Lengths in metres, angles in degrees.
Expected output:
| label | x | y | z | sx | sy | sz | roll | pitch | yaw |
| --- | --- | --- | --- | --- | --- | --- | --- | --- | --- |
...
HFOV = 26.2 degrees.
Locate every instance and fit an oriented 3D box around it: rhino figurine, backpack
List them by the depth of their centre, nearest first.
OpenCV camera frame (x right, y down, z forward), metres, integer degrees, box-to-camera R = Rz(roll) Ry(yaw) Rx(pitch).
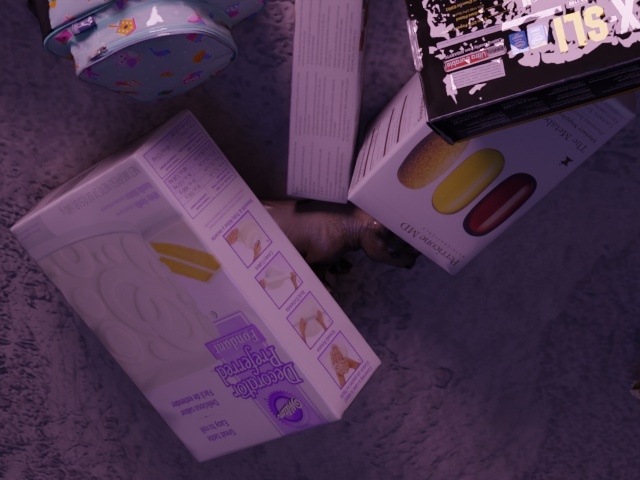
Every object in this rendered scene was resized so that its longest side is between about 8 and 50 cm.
| label | x | y | z | sx | sy | sz | roll | pitch | yaw |
| --- | --- | --- | --- | --- | --- | --- | --- | --- | --- |
| backpack | -0.144 | -0.215 | 1.227 | 0.188 | 0.144 | 0.166 | -31 | 160 | 19 |
| rhino figurine | 0.000 | 0.000 | 1.418 | 0.243 | 0.073 | 0.106 | -1 | 126 | 16 |

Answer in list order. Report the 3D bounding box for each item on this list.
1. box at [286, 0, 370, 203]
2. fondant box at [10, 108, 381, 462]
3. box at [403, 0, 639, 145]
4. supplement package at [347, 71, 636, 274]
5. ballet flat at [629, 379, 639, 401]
| label | x | y | z | sx | sy | sz | roll | pitch | yaw |
| --- | --- | --- | --- | --- | --- | --- | --- | --- | --- |
| box | 0.009 | -0.184 | 1.288 | 0.067 | 0.063 | 0.324 | 8 | 127 | 7 |
| fondant box | -0.129 | 0.057 | 1.402 | 0.238 | 0.096 | 0.330 | -24 | 109 | 45 |
| box | 0.218 | -0.244 | 1.088 | 0.322 | 0.257 | 0.079 | -16 | 164 | 19 |
| supplement package | 0.157 | -0.109 | 1.271 | 0.139 | 0.134 | 0.244 | 35 | 125 | -14 |
| ballet flat | 0.386 | 0.098 | 1.419 | 0.077 | 0.091 | 0.241 | 30 | 126 | 16 |
